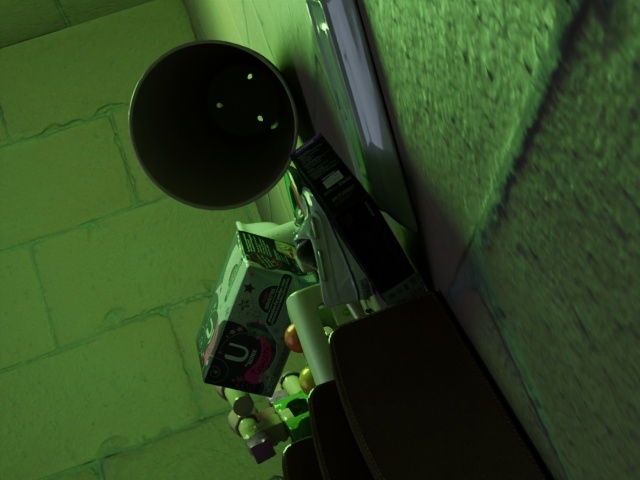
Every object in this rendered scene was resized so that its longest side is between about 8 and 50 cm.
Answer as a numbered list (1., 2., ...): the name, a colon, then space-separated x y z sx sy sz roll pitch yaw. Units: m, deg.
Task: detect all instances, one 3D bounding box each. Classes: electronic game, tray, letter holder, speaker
1. electronic game: -0.021 -0.023 1.995 0.229 0.048 0.229 162 90 -85
2. tray: 0.035 -0.143 1.140 0.145 0.030 0.270 -123 15 -72
3. letter holder: 0.070 0.219 1.035 0.302 0.214 0.152 -116 9 -53
4. speaker: -0.080 -0.002 2.185 0.055 0.136 0.055 161 90 -84

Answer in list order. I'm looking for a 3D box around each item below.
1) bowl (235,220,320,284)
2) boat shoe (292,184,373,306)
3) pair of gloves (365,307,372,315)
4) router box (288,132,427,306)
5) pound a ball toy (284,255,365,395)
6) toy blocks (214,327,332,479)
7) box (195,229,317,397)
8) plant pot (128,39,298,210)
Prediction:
1. bowl: -0.073 0.080 2.400 0.298 0.134 0.298 161 90 -84
2. boat shoe: 0.000 0.000 1.669 0.258 0.084 0.095 -116 9 -53
3. pair of gloves: 0.069 0.095 1.696 0.074 0.010 0.083 -169 59 -83
4. router box: 0.044 -0.009 1.156 0.179 0.046 0.133 57 180 -39
5. pound a ball toy: 0.020 0.179 1.814 0.208 0.135 0.319 84 166 -67
6. toy blocks: -0.050 0.342 2.277 0.260 0.288 0.309 -139 28 -67
7. box: -0.123 0.134 2.062 0.163 0.142 0.247 -115 42 -63
8. plant pot: -0.144 -0.204 1.798 0.274 0.256 0.257 -66 -40 -73
